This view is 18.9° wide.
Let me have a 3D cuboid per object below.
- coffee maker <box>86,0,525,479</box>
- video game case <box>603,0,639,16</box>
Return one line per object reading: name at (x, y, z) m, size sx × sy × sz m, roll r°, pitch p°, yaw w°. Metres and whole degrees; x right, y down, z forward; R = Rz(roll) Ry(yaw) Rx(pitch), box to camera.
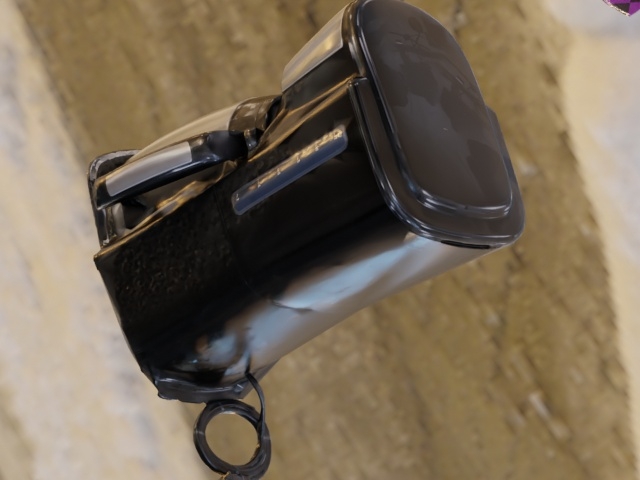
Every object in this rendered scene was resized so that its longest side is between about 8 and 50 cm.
coffee maker at (0.000, 0.000, 0.876) m, size 0.178 × 0.120 × 0.171 m, roll -28°, pitch 91°, yaw 37°
video game case at (0.053, -0.222, 0.664) m, size 0.210 × 0.232 × 0.042 m, roll 28°, pitch 148°, yaw -25°
